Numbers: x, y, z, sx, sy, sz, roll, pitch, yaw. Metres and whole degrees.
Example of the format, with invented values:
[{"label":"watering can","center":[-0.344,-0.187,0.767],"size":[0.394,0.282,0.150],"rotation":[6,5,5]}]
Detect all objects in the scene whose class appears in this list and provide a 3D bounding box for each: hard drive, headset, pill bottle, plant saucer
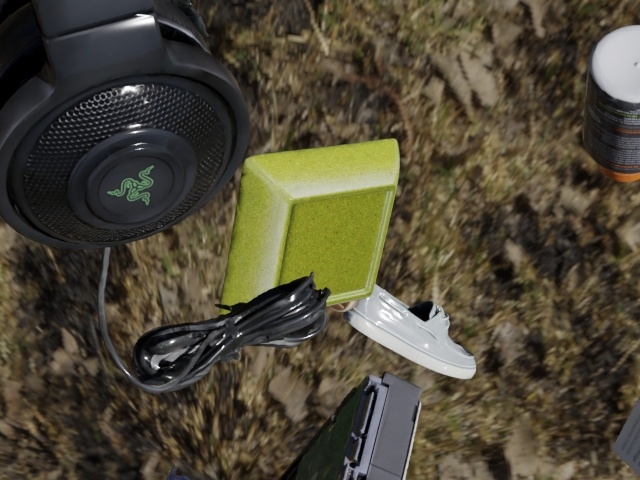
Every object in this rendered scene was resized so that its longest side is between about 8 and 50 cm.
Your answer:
[{"label":"hard drive","center":[-0.014,0.302,1.223],"size":[0.064,0.339,0.237],"rotation":[24,47,-7]},{"label":"headset","center":[-0.101,-0.089,0.681],"size":[0.185,0.243,0.394],"rotation":[-17,120,-14]},{"label":"pill bottle","center":[0.434,-0.178,1.765],"size":[0.131,0.245,0.130],"rotation":[-3,61,6]},{"label":"plant saucer","center":[0.000,0.000,1.257],"size":[0.188,0.188,0.045],"rotation":[-10,35,-35]}]

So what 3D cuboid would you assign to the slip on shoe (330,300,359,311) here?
[{"label":"slip on shoe","center":[-0.003,0.037,1.598],"size":[0.135,0.041,0.051],"rotation":[40,110,18]}]

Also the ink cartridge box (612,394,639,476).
[{"label":"ink cartridge box","center":[0.522,0.258,1.510],"size":[0.122,0.211,0.289],"rotation":[-6,37,-37]}]

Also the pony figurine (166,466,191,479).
[{"label":"pony figurine","center":[-0.181,0.498,1.498],"size":[0.364,0.302,0.351],"rotation":[22,34,1]}]

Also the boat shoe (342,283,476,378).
[{"label":"boat shoe","center":[0.139,0.122,1.745],"size":[0.228,0.079,0.081],"rotation":[27,98,-27]}]
